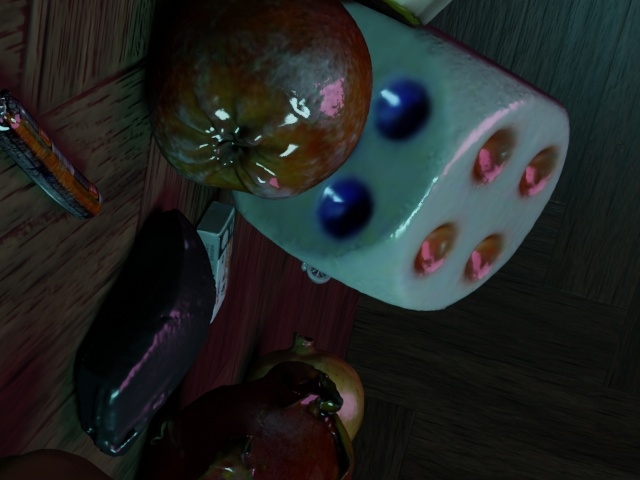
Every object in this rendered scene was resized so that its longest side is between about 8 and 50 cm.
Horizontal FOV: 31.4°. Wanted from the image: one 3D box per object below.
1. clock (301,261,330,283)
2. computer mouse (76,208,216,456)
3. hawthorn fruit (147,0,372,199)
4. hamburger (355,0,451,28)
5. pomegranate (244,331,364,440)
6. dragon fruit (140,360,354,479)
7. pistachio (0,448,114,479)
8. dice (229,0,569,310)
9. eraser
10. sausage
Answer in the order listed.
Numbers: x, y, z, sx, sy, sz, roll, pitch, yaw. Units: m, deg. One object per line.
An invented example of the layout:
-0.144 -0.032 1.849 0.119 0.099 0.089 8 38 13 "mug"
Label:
0.000 0.000 1.741 0.041 0.087 0.129 93 14 -79 "clock"
-0.131 0.074 0.923 0.122 0.073 0.217 96 13 -54 "computer mouse"
-0.041 -0.118 0.842 0.173 0.172 0.173 15 90 -83 "hawthorn fruit"
0.021 -0.251 0.799 0.151 0.227 0.295 -63 177 7 "hamburger"
-0.027 0.228 1.666 0.196 0.196 0.196 15 90 -83 "pomegranate"
-0.080 0.270 1.159 0.315 0.250 0.250 -60 174 3 "dragon fruit"
-0.172 0.237 0.612 0.293 0.162 0.182 -65 142 -54 "pistachio"
0.078 -0.090 1.150 0.259 0.243 0.251 7 117 -59 "dice"
-0.110 0.023 1.155 0.052 0.029 0.122 -66 168 -50 "eraser"
-0.157 -0.044 0.659 0.198 0.025 0.028 78 0 -77 "sausage"
